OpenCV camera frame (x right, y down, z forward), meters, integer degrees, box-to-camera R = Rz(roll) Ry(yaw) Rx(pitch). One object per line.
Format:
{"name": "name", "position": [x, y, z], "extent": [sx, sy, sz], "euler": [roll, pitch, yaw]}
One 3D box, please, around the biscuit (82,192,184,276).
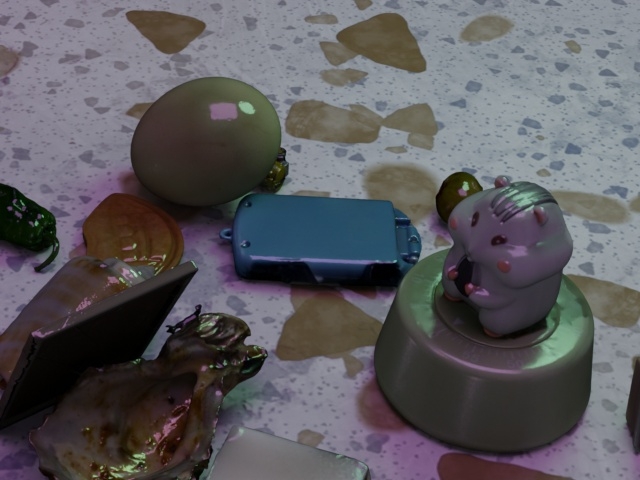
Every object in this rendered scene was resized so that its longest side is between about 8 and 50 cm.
{"name": "biscuit", "position": [-0.266, 0.003, 1.991], "extent": [0.142, 0.029, 0.220], "euler": [-2, 40, -11]}

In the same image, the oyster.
{"name": "oyster", "position": [-0.195, 0.192, 1.670], "extent": [0.198, 0.133, 0.337], "euler": [38, 55, 3]}

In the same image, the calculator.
{"name": "calculator", "position": [0.000, 0.000, 2.015], "extent": [0.293, 0.051, 0.173], "euler": [3, 41, -3]}

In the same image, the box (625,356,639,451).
{"name": "box", "position": [0.439, 0.204, 1.783], "extent": [0.089, 0.122, 0.062], "euler": [-1, 27, -9]}

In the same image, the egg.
{"name": "egg", "position": [-0.170, -0.142, 2.043], "extent": [0.242, 0.186, 0.186], "euler": [-14, 32, 27]}

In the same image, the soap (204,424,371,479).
{"name": "soap", "position": [-0.040, 0.296, 1.642], "extent": [0.183, 0.063, 0.121], "euler": [15, 41, 11]}

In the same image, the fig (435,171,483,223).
{"name": "fig", "position": [0.222, -0.055, 2.102], "extent": [0.098, 0.082, 0.084], "euler": [28, 6, 2]}

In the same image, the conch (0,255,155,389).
{"name": "conch", "position": [-0.316, 0.093, 1.798], "extent": [0.158, 0.127, 0.255], "euler": [32, 46, 27]}

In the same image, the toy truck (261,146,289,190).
{"name": "toy truck", "position": [-0.103, -0.123, 2.149], "extent": [0.123, 0.052, 0.063], "euler": [26, 49, 20]}

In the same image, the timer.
{"name": "timer", "position": [0.226, 0.063, 1.766], "extent": [0.291, 0.315, 0.290], "euler": [3, 40, -3]}

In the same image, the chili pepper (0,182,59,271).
{"name": "chili pepper", "position": [-0.474, -0.041, 1.987], "extent": [0.257, 0.074, 0.100], "euler": [16, 43, 18]}

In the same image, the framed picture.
{"name": "framed picture", "position": [-0.274, 0.130, 1.650], "extent": [0.213, 0.289, 0.016], "euler": [-25, 75, -32]}
